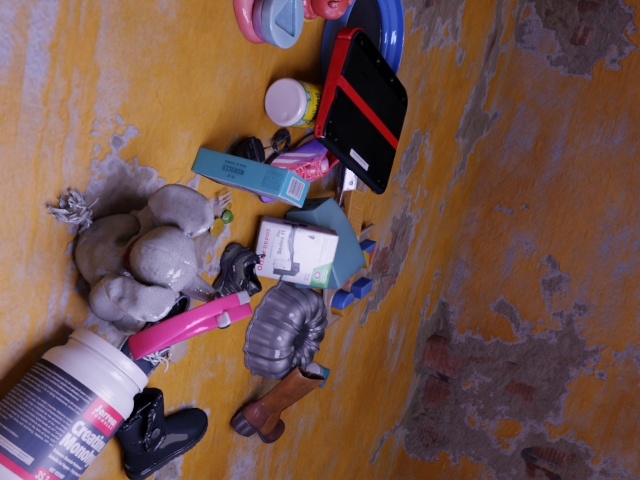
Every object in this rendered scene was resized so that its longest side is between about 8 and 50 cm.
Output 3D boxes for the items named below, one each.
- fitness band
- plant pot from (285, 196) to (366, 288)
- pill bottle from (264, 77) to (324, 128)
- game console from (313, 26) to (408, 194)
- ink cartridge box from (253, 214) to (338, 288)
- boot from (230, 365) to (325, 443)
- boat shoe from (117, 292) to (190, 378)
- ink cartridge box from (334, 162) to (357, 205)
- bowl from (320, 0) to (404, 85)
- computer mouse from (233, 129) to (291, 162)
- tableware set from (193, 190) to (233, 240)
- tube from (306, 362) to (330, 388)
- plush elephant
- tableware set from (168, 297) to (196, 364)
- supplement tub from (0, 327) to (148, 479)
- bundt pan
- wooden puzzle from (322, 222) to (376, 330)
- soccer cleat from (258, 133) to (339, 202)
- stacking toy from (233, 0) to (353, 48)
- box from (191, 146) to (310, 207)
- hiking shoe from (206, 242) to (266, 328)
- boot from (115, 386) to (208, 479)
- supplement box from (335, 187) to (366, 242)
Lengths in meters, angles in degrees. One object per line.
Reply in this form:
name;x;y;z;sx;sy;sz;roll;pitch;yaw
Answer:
fitness band;-0.246;0.166;1.095;0.054;0.209;0.291;66;10;5
plant pot;0.000;0.000;1.646;0.165;0.166;0.234;-40;120;-46
pill bottle;-0.038;-0.345;1.434;0.208;0.118;0.117;-12;117;-59
game console;0.120;-0.348;1.535;0.387;0.060;0.341;32;71;-54
ink cartridge box;-0.071;0.030;1.497;0.087;0.209;0.152;-113;-145;-77
boot;-0.105;0.500;1.743;0.280;0.096;0.264;-41;139;6
boat shoe;-0.363;0.223;1.218;0.095;0.079;0.254;47;64;-40
ink cartridge box;0.084;-0.224;1.701;0.206;0.045;0.208;-97;-164;-72
bowl;0.127;-0.565;1.641;0.391;0.077;0.390;-39;138;-45
computer mouse;-0.147;-0.233;1.404;0.242;0.041;0.071;-36;117;-55
tableware set;-0.260;-0.050;1.321;0.154;0.024;0.103;-44;145;-43
tube;-0.001;0.503;2.096;0.080;0.052;0.207;-59;155;-13
plush elephant;-0.307;0.039;1.037;0.271;0.256;0.330;-61;150;-19
tableware set;-0.335;0.205;1.341;0.141;0.020;0.168;-52;145;-36
supplement tub;-0.462;0.312;0.995;0.272;0.191;0.191;-54;148;-29
bundt pan;-0.087;0.287;1.726;0.331;0.124;0.330;-38;137;-45
wooden puzzle;0.112;0.138;2.018;0.322;0.081;0.347;-30;134;-54
soccer cleat;-0.048;-0.195;1.508;0.318;0.117;0.108;-43;141;-42
stacking toy;-0.053;-0.590;1.247;0.309;0.131;0.279;-47;144;-38
box;-0.152;-0.138;1.217;0.101;0.245;0.060;23;85;-62
hiking shoe;-0.210;0.126;1.415;0.086;0.114;0.226;0;107;-60
boot;-0.371;0.427;1.330;0.247;0.094;0.207;-31;136;-43
supplement box;0.085;-0.053;1.809;0.080;0.078;0.233;15;80;-44
